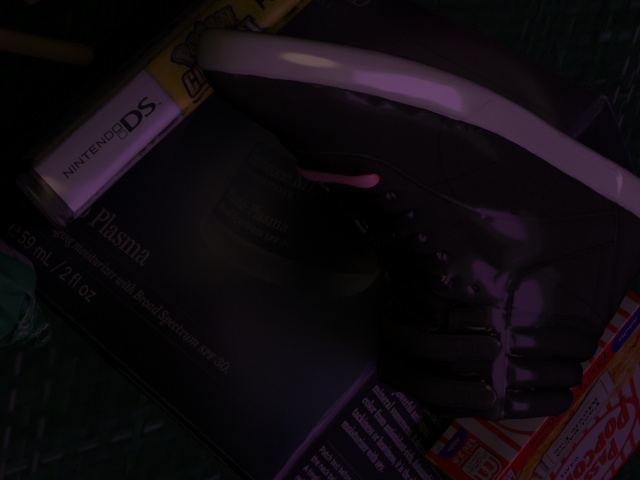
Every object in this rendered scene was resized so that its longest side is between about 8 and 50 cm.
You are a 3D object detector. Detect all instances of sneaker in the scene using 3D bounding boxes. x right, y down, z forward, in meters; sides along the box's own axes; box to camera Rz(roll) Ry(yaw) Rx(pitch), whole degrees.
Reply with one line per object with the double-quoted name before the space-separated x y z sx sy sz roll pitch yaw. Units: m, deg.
"sneaker" 0.049 0.005 0.679 0.295 0.104 0.147 22 88 -39

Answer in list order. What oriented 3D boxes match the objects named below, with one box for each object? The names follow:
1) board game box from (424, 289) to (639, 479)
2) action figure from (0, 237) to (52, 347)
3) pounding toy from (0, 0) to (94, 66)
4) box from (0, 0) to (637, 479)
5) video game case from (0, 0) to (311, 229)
"board game box" 0.144 0.116 0.873 0.147 0.045 0.193 -49 151 -9
"action figure" -0.238 0.004 0.800 0.137 0.063 0.232 -41 130 12
"pounding toy" -0.170 -0.179 0.750 0.206 0.094 0.181 -39 140 -19
"box" 0.000 0.000 0.912 0.294 0.296 0.183 -48 143 -11
"video game case" -0.087 -0.104 0.781 0.248 0.275 0.035 -45 106 -14
